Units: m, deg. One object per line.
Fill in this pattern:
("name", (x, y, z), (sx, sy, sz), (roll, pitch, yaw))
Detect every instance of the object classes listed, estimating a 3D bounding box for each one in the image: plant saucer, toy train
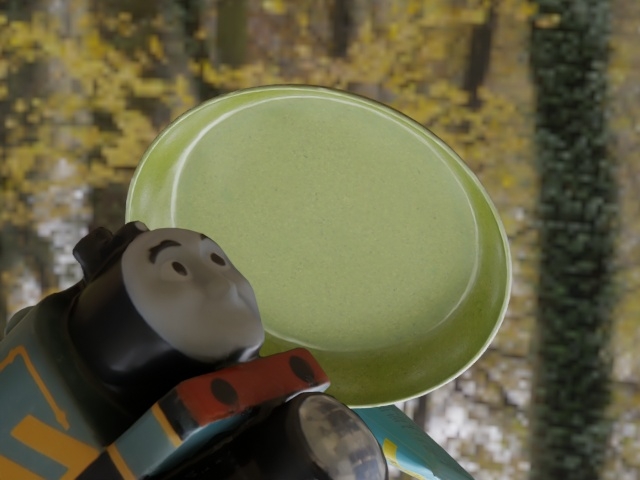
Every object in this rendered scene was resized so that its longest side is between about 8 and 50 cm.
("plant saucer", (0.000, 0.000, 1.067), (0.241, 0.241, 0.037), (6, -143, 11))
("toy train", (-0.119, 0.140, 0.757), (0.190, 0.334, 0.142), (54, -149, 14))

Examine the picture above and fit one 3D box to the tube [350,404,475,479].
("tube", (0.048, 0.142, 1.290), (0.080, 0.052, 0.207), (25, -177, -40))
